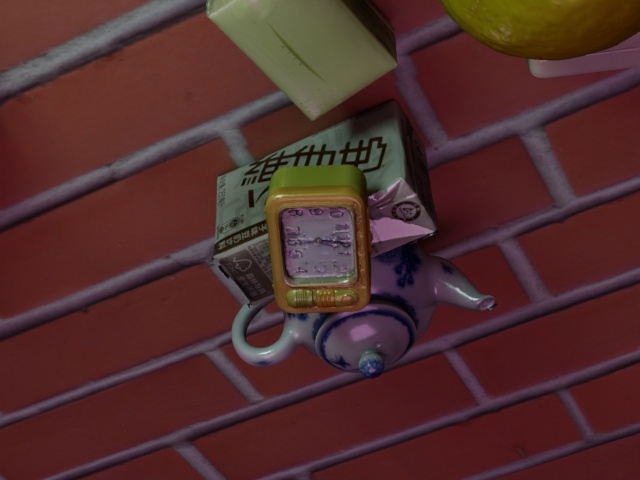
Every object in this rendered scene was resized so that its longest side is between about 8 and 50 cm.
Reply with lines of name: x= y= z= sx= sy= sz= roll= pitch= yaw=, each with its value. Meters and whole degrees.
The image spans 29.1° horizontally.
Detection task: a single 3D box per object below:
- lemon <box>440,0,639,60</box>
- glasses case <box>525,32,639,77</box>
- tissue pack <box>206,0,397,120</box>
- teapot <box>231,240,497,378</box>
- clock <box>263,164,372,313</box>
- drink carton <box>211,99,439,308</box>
lemon: x=0.293 y=-0.380 z=1.500 sx=0.348 sy=0.348 sz=0.348 roll=-2 pitch=133 yaw=-2
glasses case: x=0.435 y=-0.304 z=1.706 sx=0.312 sy=0.131 sz=0.070 roll=-6 pitch=133 yaw=4
tissue pack: x=-0.025 y=-0.300 z=1.689 sx=0.159 sy=0.125 sz=0.234 roll=-30 pitch=127 yaw=23
teapot: x=0.063 y=0.108 z=1.964 sx=0.424 sy=0.280 sz=0.252 roll=-13 pitch=134 yaw=5
clock: x=0.000 y=0.000 z=1.731 sx=0.143 sy=0.096 sz=0.202 roll=-1 pitch=123 yaw=7
drink carton: x=0.000 y=-0.056 z=1.871 sx=0.324 sy=0.194 sz=0.132 roll=-22 pitch=131 yaw=16
